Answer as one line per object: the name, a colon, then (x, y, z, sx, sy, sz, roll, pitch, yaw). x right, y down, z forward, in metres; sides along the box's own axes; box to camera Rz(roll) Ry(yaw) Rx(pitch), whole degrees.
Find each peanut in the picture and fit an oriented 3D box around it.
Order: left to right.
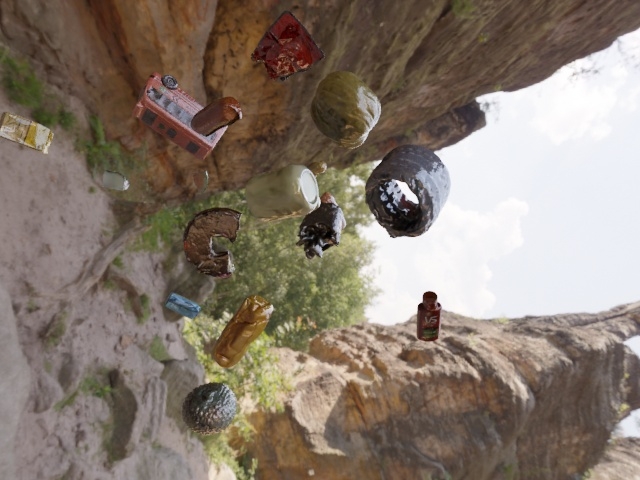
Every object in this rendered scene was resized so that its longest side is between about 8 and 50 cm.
peanut: (-0.048, -0.416, 2.437, 0.083, 0.194, 0.093, 35, 46, -39)

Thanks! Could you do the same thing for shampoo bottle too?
shampoo bottle: (0.522, 0.369, 1.950, 0.076, 0.118, 0.314, -82, 166, -47)

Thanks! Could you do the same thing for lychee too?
lychee: (-0.529, 0.808, 1.937, 0.255, 0.255, 0.274, -110, -151, -54)

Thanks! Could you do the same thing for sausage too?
sausage: (-0.403, -0.475, 1.553, 0.330, 0.102, 0.102, -1, -76, 50)
sausage: (0.069, -0.151, 2.232, 0.289, 0.086, 0.086, 59, 11, -50)

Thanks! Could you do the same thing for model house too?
model house: (-0.992, -0.294, 1.985, 0.100, 0.100, 0.088, -119, -140, -76)

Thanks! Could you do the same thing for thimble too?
thimble: (0.238, -0.131, 1.129, 0.172, 0.205, 0.236, -50, 140, -36)

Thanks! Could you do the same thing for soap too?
soap: (-0.670, 0.313, 1.965, 0.077, 0.156, 0.293, -64, -163, -15)

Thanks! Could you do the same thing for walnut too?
walnut: (0.099, -0.518, 1.628, 0.277, 0.253, 0.282, 43, 13, 9)

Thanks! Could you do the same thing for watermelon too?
watermelon: (-0.667, -0.338, 2.295, 0.101, 0.080, 0.155, -103, -170, -56)

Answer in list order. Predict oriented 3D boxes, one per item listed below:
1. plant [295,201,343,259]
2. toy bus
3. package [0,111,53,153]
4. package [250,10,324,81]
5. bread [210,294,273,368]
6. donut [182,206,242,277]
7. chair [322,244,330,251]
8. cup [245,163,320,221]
plant: (0.002, -0.042, 1.971, 0.199, 0.188, 0.276, 78, 29, -60)
toy bus: (-0.709, -0.613, 2.043, 0.203, 0.427, 0.233, -22, -139, 50)
package: (-0.788, -0.288, 1.096, 0.131, 0.047, 0.071, 26, 76, -55)
package: (-0.131, -0.656, 1.424, 0.269, 0.194, 0.071, -3, -117, 50)
bread: (-0.315, 0.361, 1.624, 0.132, 0.294, 0.167, 34, 3, -7)
donut: (-0.523, 0.004, 1.944, 0.136, 0.259, 0.345, -144, -118, -72)
chair: (0.000, 0.000, 2.327, 0.141, 0.154, 0.260, 61, 3, 5)
cup: (-0.107, -0.134, 1.396, 0.255, 0.202, 0.173, 55, 35, -44)
